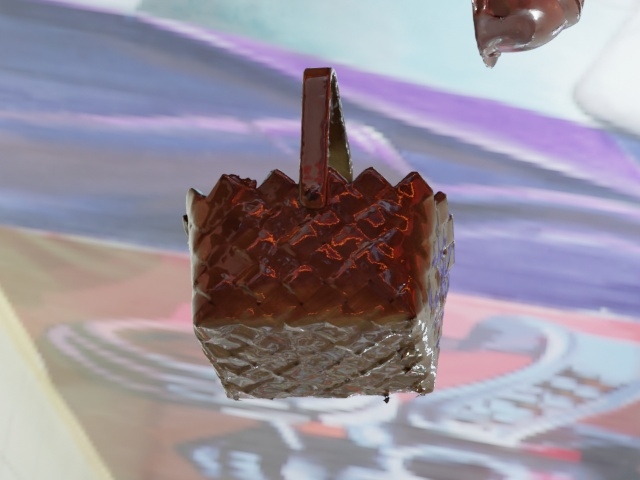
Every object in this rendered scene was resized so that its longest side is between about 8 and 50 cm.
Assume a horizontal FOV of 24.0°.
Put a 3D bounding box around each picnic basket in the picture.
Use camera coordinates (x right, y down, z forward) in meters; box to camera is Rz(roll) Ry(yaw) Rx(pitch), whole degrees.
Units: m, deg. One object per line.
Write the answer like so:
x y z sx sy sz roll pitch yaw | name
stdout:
0.000 0.000 1.644 0.254 0.291 0.321 73 18 -61 | picnic basket

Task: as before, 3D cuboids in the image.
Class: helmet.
0.129 -0.150 0.896 0.111 0.057 0.089 61 39 -60 | helmet
